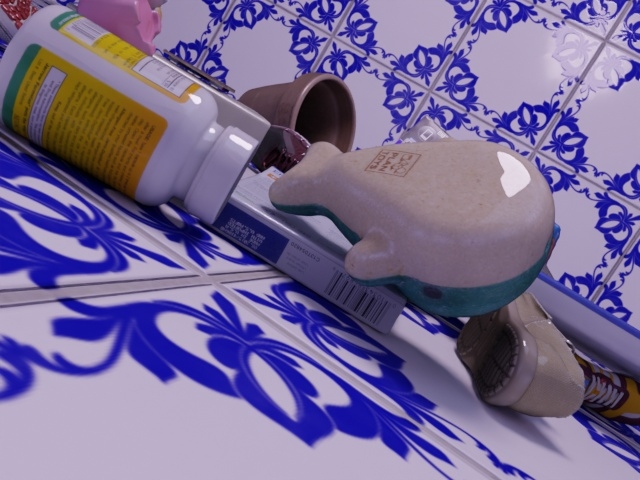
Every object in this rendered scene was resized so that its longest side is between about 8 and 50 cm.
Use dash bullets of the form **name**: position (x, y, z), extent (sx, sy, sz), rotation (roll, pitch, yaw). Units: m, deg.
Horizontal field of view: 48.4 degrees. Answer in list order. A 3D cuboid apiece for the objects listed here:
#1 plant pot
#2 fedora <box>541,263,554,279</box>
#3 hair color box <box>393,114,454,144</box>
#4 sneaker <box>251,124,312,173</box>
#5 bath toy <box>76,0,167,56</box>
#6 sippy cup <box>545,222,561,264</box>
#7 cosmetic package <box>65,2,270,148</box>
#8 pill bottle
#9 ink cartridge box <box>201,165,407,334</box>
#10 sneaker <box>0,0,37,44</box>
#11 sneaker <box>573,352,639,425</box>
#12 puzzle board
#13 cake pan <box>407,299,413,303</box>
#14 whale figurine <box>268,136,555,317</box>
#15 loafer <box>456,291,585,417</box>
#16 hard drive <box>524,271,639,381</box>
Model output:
- **plant pot**: position (-0.079, -0.271, 1.683), extent (0.229, 0.263, 0.263), rotation (14, -2, 32)
- **fedora**: position (0.309, 0.057, 1.265), extent (0.244, 0.124, 0.275), rotation (41, 21, -15)
- **hair color box**: position (0.222, -0.095, 1.488), extent (0.185, 0.110, 0.339), rotation (44, -17, 12)
- **sneaker**: position (-0.055, -0.138, 1.318), extent (0.281, 0.106, 0.162), rotation (34, 11, 18)
- **bath toy**: position (-0.246, -0.247, 0.815), extent (0.129, 0.348, 0.151), rotation (-1, -39, 6)
- **sippy cup**: position (0.392, 0.024, 1.544), extent (0.240, 0.224, 0.305), rotation (27, 8, -32)
- **cosmetic package**: position (-0.240, -0.209, 1.023), extent (0.309, 0.113, 0.160), rotation (27, 8, -23)
- **pill bottle**: position (-0.165, -0.103, 0.626), extent (0.208, 0.117, 0.117), rotation (30, 8, -6)
- **ink cartridge box**: position (0.000, 0.000, 0.792), extent (0.223, 0.045, 0.224), rotation (31, 15, 4)
- **sneaker**: position (-0.491, -0.343, 1.022), extent (0.225, 0.093, 0.088), rotation (46, 21, -20)
- **sneaker**: position (0.365, 0.198, 0.961), extent (0.185, 0.069, 0.084), rotation (27, 14, 19)
- **puzzle board**: position (-0.177, -0.247, 1.055), extent (0.096, 0.011, 0.128), rotation (29, 6, -3)
- **cake pan**: position (0.055, 0.002, 1.029), extent (0.293, 0.054, 0.293), rotation (31, 8, -5)
- **whale figurine**: position (0.086, -0.017, 0.699), extent (0.272, 0.216, 0.141), rotation (15, -44, 26)
- **loafer**: position (0.212, 0.119, 0.761), extent (0.092, 0.102, 0.268), rotation (32, 17, 0)
- **hard drive**: position (0.330, 0.101, 0.971), extent (0.319, 0.040, 0.210), rotation (31, -4, 1)
